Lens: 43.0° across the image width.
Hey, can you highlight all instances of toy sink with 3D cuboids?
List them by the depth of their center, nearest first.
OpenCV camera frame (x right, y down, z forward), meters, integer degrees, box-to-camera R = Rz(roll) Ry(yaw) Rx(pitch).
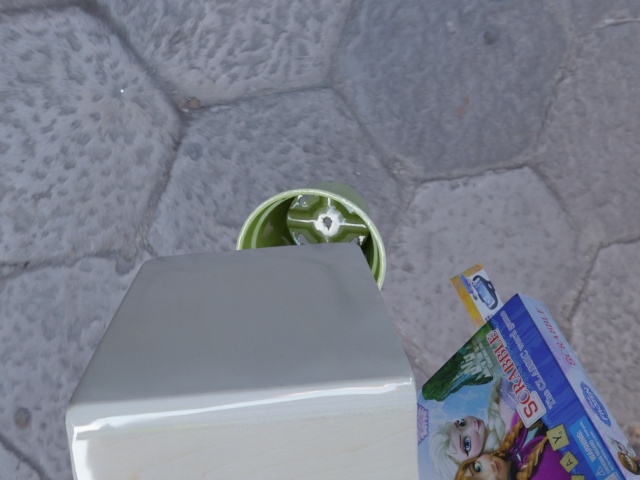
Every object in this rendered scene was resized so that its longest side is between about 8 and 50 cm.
[{"bbox_3d":[-0.037,0.097,0.469,0.153,0.234,0.131,-4,105,-4],"label":"toy sink"}]

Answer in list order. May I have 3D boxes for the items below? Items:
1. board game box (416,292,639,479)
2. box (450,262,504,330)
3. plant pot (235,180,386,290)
[{"bbox_3d":[0.254,0.294,1.137,0.066,0.319,0.318,19,123,-33],"label":"board game box"},{"bbox_3d":[0.308,0.117,1.545,0.081,0.028,0.136,-23,80,-45],"label":"box"},{"bbox_3d":[0.000,0.000,1.577,0.276,0.254,0.276,3,109,9],"label":"plant pot"}]
